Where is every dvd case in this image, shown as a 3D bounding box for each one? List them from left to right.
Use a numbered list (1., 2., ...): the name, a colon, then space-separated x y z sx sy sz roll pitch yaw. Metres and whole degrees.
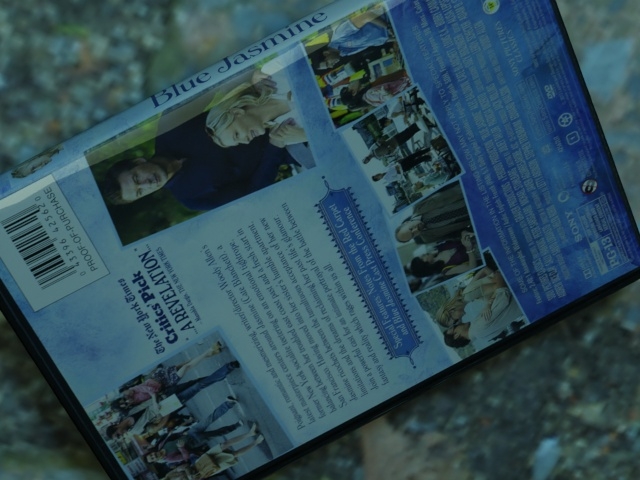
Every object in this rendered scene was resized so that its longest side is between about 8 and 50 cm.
1. dvd case: 0.000 0.000 0.665 0.253 0.022 0.180 -28 121 -2
